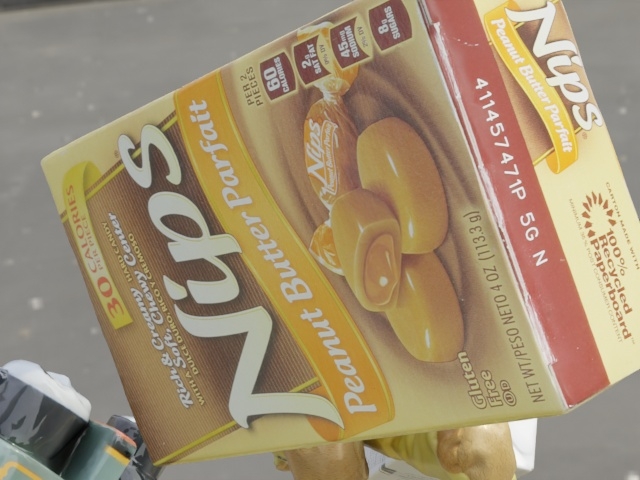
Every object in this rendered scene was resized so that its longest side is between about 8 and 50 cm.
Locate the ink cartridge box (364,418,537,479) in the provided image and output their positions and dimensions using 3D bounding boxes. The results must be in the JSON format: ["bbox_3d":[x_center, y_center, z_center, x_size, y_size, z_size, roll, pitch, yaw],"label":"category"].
[{"bbox_3d":[0.100,0.181,1.308,0.104,0.060,0.180,14,-25,-15],"label":"ink cartridge box"}]

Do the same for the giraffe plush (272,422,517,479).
[{"bbox_3d":[0.036,0.118,1.073,0.170,0.181,0.210,-12,15,0],"label":"giraffe plush"}]

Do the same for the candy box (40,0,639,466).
[{"bbox_3d":[0.000,0.000,0.726,0.087,0.183,0.316,-21,2,-39],"label":"candy box"}]

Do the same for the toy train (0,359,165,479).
[{"bbox_3d":[-0.228,0.241,0.992,0.142,0.190,0.334,13,66,50],"label":"toy train"}]
